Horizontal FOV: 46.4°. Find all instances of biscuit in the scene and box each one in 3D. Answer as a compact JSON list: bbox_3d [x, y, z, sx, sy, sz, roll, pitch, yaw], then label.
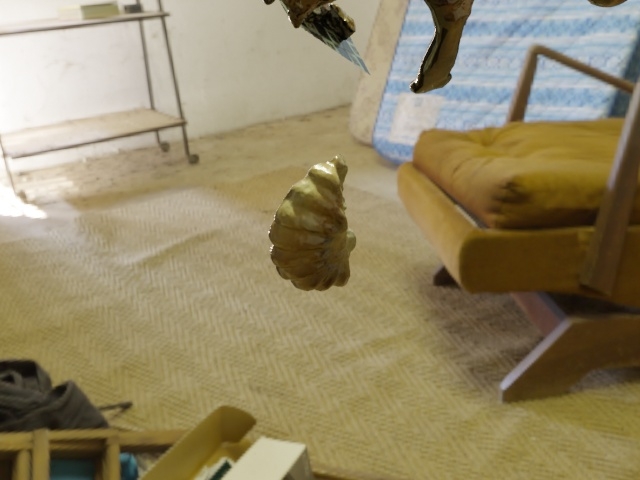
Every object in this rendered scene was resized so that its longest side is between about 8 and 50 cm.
[{"bbox_3d":[0.000,0.000,0.851,0.118,0.183,0.061,-30,51,-24],"label":"biscuit"}]

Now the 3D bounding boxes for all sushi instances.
[{"bbox_3d":[0.005,-0.312,1.008,0.201,0.031,0.139,17,41,-53],"label":"sushi"}]

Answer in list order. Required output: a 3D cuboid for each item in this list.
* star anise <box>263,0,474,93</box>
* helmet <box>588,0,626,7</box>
[{"bbox_3d":[0.014,-0.255,0.589,0.148,0.346,0.237,-20,32,25],"label":"star anise"},{"bbox_3d":[0.337,-0.308,0.894,0.049,0.065,0.084,-43,36,-16],"label":"helmet"}]
